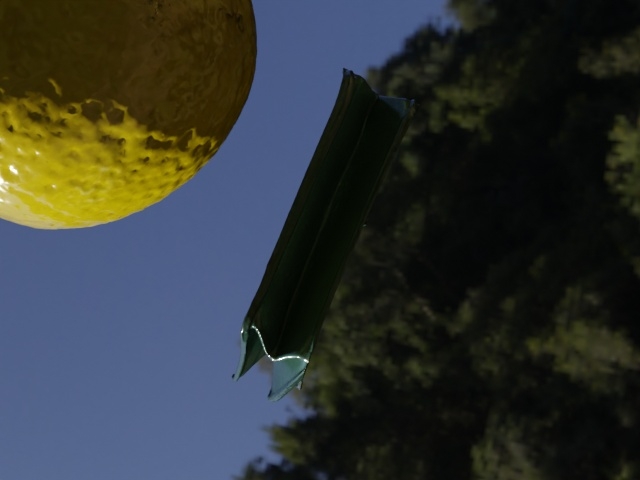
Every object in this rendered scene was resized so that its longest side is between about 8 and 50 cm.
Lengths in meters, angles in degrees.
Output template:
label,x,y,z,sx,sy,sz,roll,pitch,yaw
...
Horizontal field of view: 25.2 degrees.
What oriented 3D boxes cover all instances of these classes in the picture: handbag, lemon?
label,x,y,z,sx,sy,sz,roll,pitch,yaw
handbag,0.001,0.000,1.545,0.238,0.089,0.326,111,180,-71
lemon,-0.220,-0.167,1.291,0.336,0.336,0.336,-14,-72,-51
